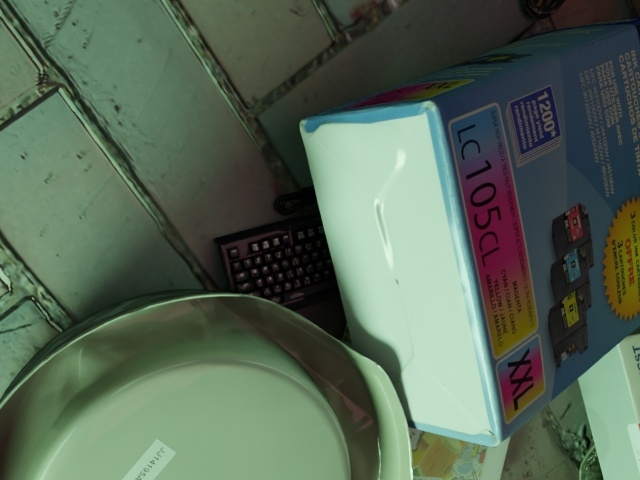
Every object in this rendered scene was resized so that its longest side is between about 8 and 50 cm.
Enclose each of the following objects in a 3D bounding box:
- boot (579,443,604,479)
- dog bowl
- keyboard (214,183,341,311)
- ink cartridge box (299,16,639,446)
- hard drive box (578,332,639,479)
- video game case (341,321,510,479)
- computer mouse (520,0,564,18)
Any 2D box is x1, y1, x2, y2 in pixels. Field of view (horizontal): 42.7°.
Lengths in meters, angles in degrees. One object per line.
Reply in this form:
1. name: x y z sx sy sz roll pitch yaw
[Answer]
1. boot: 0.403 0.228 0.975 0.209 0.076 0.189 -1 96 -23
2. dog bowl: -0.103 0.196 0.637 0.349 0.102 0.348 -5 103 -24
3. keyboard: 0.000 0.000 0.714 0.180 0.023 0.108 -15 96 -22
4. ink cartridge box: 0.194 -0.039 0.733 0.396 0.151 0.269 -27 111 -39
5. hard drive box: 0.416 0.182 0.899 0.232 0.089 0.181 -8 78 -18
6. video game case: 0.111 0.149 0.812 0.227 0.026 0.206 13 91 -30
7. computer mouse: 0.277 -0.322 0.833 0.071 0.041 0.242 42 83 -19
